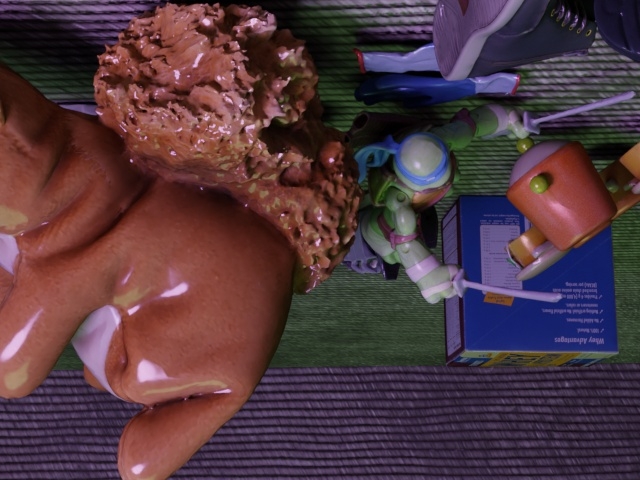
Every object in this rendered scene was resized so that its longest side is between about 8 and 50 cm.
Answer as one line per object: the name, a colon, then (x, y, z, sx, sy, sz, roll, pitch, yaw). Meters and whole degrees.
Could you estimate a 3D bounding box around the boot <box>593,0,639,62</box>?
boot: (0.345, -0.157, 1.089, 0.247, 0.094, 0.207, -9, 162, 10)

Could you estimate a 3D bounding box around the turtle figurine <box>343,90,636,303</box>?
turtle figurine: (0.146, -0.034, 1.367, 0.275, 0.197, 0.266, -2, 177, -6)

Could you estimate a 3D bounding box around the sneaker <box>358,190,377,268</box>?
sneaker: (0.054, -0.004, 1.764, 0.064, 0.086, 0.192, 4, 166, -21)

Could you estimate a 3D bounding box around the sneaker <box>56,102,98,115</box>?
sneaker: (-0.136, -0.057, 1.395, 0.330, 0.147, 0.130, -2, 167, 2)

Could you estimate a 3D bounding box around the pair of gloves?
pair of gloves: (0.108, -0.155, 1.251, 0.159, 0.023, 0.198, -3, 171, 3)

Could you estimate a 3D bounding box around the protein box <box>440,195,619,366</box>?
protein box: (0.267, 0.056, 1.779, 0.200, 0.201, 0.136, 1, 167, -5)

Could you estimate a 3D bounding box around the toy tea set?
toy tea set: (0.275, -0.062, 1.536, 0.200, 0.124, 0.336, -34, 172, -15)

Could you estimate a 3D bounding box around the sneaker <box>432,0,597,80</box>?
sneaker: (0.162, -0.190, 1.020, 0.118, 0.083, 0.222, -10, 170, -10)

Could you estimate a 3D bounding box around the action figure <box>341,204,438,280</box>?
action figure: (0.000, 0.000, 1.630, 0.185, 0.099, 0.285, -16, -173, -43)

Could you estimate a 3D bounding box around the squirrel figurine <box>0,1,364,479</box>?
squirrel figurine: (-0.174, -0.052, 1.170, 0.370, 0.397, 0.281, 47, -174, -21)
